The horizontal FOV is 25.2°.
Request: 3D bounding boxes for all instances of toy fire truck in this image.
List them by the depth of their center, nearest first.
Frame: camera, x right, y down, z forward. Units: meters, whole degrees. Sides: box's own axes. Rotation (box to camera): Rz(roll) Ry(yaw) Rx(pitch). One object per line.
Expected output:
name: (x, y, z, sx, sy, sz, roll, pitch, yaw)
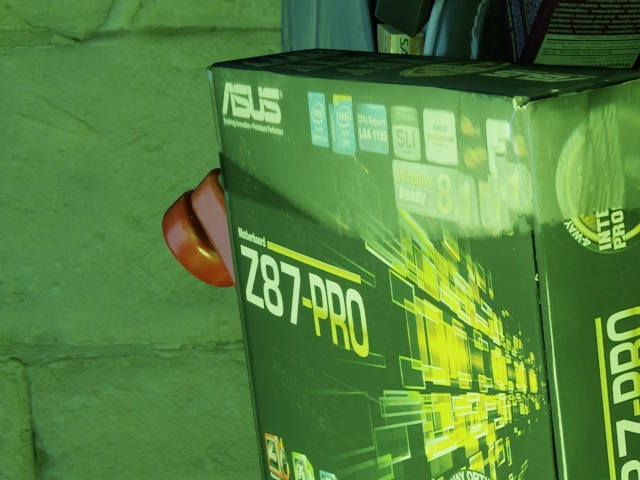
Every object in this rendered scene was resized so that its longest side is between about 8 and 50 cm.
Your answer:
toy fire truck: (0.009, 0.028, 1.376, 0.169, 0.302, 0.254, -42, 60, 26)

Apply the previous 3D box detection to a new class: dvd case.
dvd case: (0.054, -0.299, 1.634, 0.180, 0.022, 0.253, -98, -2, -49)

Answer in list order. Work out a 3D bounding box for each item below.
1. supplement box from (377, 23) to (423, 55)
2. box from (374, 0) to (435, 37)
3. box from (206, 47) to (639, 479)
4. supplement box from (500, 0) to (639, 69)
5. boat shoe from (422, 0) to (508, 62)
supplement box: (0.084, -0.196, 1.525, 0.098, 0.036, 0.062, -115, 23, -74)
box: (0.112, -0.247, 0.893, 0.225, 0.036, 0.136, -56, -10, -24)
box: (0.063, 0.052, 0.844, 0.395, 0.097, 0.318, 20, 118, 62)
supplement box: (0.149, -0.186, 0.747, 0.239, 0.073, 0.130, 103, 164, -65)
boat shoe: (0.131, -0.011, 0.921, 0.095, 0.112, 0.335, 23, 122, 47)
